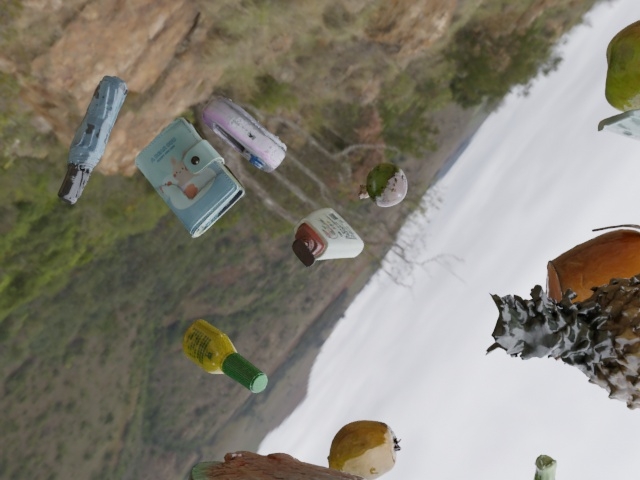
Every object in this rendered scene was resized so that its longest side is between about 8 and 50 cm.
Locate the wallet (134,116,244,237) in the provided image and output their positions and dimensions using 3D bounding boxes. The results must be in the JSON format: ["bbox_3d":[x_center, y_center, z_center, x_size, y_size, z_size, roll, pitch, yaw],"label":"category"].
[{"bbox_3d":[-0.311,-0.155,1.789,0.176,0.250,0.075,-43,163,7],"label":"wallet"}]

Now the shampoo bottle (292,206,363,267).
[{"bbox_3d":[0.000,0.000,1.831,0.071,0.153,0.284,-46,172,24],"label":"shampoo bottle"}]

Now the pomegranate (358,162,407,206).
[{"bbox_3d":[0.176,-0.149,2.060,0.130,0.130,0.130,-52,178,-2],"label":"pomegranate"}]

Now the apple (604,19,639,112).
[{"bbox_3d":[0.746,-0.371,1.679,0.246,0.226,0.246,-5,90,-79],"label":"apple"}]

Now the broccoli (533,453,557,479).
[{"bbox_3d":[0.676,0.743,2.268,0.164,0.145,0.304,-20,129,-9],"label":"broccoli"}]

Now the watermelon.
[{"bbox_3d":[-0.068,0.462,1.146,0.283,0.292,0.251,-105,-154,-85],"label":"watermelon"}]

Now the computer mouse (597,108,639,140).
[{"bbox_3d":[0.657,-0.222,1.462,0.230,0.079,0.128,-7,176,-5],"label":"computer mouse"}]

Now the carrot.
[{"bbox_3d":[0.573,0.076,1.463,0.331,0.214,0.193,-21,174,7],"label":"carrot"}]

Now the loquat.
[{"bbox_3d":[0.129,0.611,2.200,0.234,0.176,0.187,-22,-169,16],"label":"loquat"}]

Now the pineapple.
[{"bbox_3d":[0.398,0.133,1.004,0.202,0.361,0.202,-174,-90,-81],"label":"pineapple"}]

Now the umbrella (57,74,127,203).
[{"bbox_3d":[-0.402,-0.181,1.327,0.052,0.053,0.251,-5,-121,45],"label":"umbrella"}]

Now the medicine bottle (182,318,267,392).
[{"bbox_3d":[-0.213,0.260,1.662,0.064,0.260,0.095,16,96,-46],"label":"medicine bottle"}]

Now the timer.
[{"bbox_3d":[-0.159,-0.222,1.582,0.069,0.190,0.208,-52,-171,-4],"label":"timer"}]
